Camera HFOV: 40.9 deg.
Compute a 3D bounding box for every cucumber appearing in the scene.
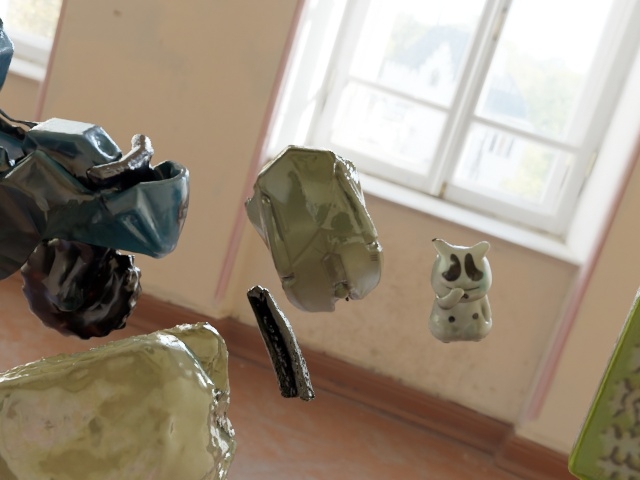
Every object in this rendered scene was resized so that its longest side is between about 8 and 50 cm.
[{"bbox_3d":[-0.038,0.106,0.875,0.033,0.135,0.034,-4,16,45],"label":"cucumber"}]

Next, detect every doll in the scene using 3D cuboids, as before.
[{"bbox_3d":[0.243,0.094,1.491,0.110,0.181,0.107,-2,31,3],"label":"doll"}]

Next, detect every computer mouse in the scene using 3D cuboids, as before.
[{"bbox_3d":[0.002,0.004,1.666,0.228,0.429,0.145,-21,43,-1],"label":"computer mouse"}]

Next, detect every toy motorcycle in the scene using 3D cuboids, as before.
[{"bbox_3d":[-0.288,-0.097,0.872,0.416,0.232,0.172,56,18,-10],"label":"toy motorcycle"}]

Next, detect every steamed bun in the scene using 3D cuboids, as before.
[{"bbox_3d":[-0.197,0.197,0.814,0.275,0.206,0.320,-18,-2,30],"label":"steamed bun"}]

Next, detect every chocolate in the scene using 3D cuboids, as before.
[{"bbox_3d":[0.477,0.214,1.047,0.288,0.301,0.137,24,8,29],"label":"chocolate"}]
